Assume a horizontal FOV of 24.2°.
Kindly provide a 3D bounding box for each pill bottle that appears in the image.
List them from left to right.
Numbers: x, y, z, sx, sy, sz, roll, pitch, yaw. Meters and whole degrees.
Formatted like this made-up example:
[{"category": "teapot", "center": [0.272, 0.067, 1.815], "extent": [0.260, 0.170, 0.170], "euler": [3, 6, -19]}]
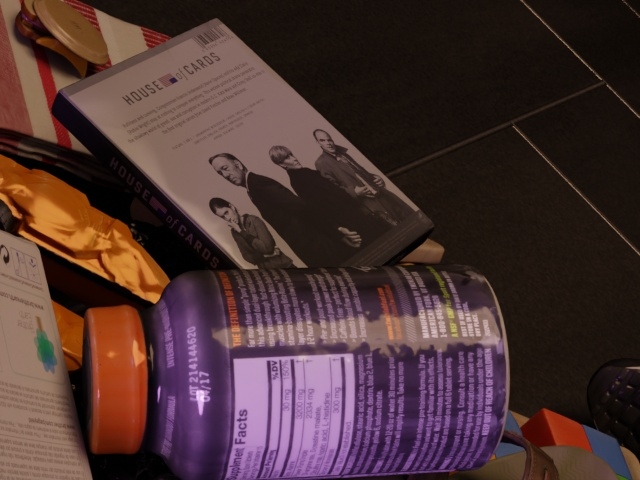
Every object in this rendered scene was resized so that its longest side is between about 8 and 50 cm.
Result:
[{"category": "pill bottle", "center": [-0.020, 0.080, 0.905], "extent": [0.246, 0.130, 0.130], "euler": [-1, 44, -13]}]

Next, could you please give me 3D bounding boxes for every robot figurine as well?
[{"category": "robot figurine", "center": [-0.163, 0.051, 0.993], "extent": [0.291, 0.085, 0.211], "euler": [31, 46, -14]}]

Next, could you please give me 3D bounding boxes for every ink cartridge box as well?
[{"category": "ink cartridge box", "center": [-0.175, 0.135, 0.783], "extent": [0.186, 0.065, 0.311], "euler": [39, 31, -72]}]

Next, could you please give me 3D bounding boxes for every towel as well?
[{"category": "towel", "center": [-0.179, -0.123, 1.271], "extent": [0.329, 0.037, 0.237], "euler": [17, 36, -36]}]

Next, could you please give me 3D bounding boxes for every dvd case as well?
[{"category": "dvd case", "center": [-0.052, -0.052, 1.079], "extent": [0.239, 0.029, 0.179], "euler": [44, 43, 12]}]

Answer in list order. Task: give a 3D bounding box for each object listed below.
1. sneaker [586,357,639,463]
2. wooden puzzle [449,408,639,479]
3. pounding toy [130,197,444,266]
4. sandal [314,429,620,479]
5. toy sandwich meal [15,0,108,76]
[{"category": "sneaker", "center": [0.342, 0.161, 1.438], "extent": [0.283, 0.107, 0.124], "euler": [23, 20, -33]}, {"category": "wooden puzzle", "center": [0.168, 0.232, 1.147], "extent": [0.348, 0.080, 0.322], "euler": [20, 36, -30]}, {"category": "pounding toy", "center": [0.000, 0.000, 1.151], "extent": [0.269, 0.154, 0.154], "euler": [1, 24, -47]}, {"category": "sandal", "center": [0.104, 0.172, 0.977], "extent": [0.303, 0.086, 0.120], "euler": [1, 31, -43]}, {"category": "toy sandwich meal", "center": [-0.213, -0.169, 1.231], "extent": [0.085, 0.029, 0.085], "euler": [40, 18, -16]}]
